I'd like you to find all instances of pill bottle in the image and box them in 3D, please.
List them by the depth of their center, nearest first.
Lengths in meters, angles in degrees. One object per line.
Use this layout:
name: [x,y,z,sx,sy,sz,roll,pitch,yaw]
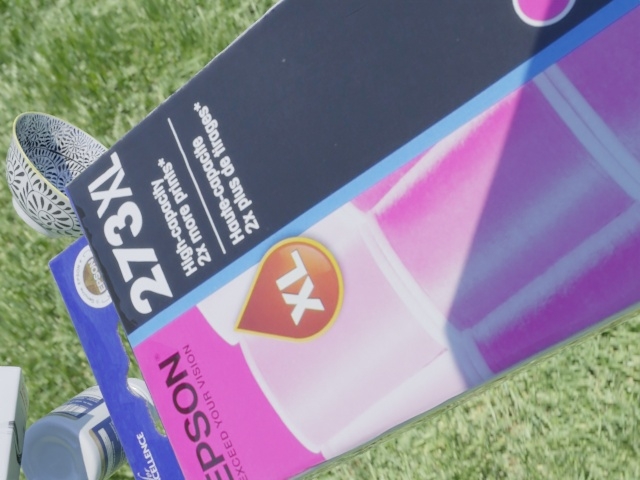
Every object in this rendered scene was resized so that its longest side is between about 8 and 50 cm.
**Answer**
pill bottle: [-0.245,0.211,1.098,0.094,0.169,0.094,4,103,18]

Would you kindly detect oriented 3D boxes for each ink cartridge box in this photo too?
ink cartridge box: [0.000,0.000,0.430,0.371,0.069,0.176,-35,73,33]
ink cartridge box: [-0.313,0.184,0.937,0.060,0.104,0.180,4,63,-10]

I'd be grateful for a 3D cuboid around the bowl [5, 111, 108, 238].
bowl: [-0.285,-0.055,1.099,0.080,0.170,0.170,-47,55,19]
